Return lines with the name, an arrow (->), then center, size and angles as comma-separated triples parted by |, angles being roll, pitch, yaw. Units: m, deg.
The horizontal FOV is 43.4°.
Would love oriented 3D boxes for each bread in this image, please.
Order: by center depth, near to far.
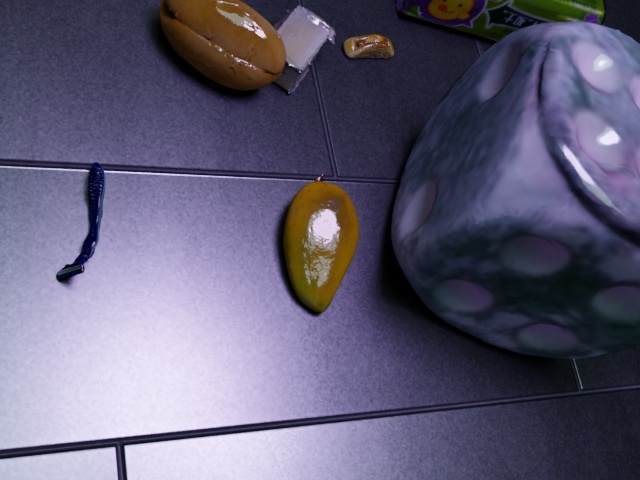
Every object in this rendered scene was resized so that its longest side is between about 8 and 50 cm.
bread -> -0.135, -0.269, 1.074 | 0.189, 0.114, 0.077 | 30, 41, -6

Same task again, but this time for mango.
mango -> 0.000, 0.000, 1.045 | 0.101, 0.066, 0.187 | 15, 69, -19

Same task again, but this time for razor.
razor -> -0.270, -0.023, 0.937 | 0.028, 0.044, 0.154 | 37, 46, -44

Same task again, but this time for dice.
dice -> 0.315, -0.060, 1.061 | 0.328, 0.348, 0.330 | 26, 58, -16

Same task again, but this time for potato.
potato -> -0.037, -0.278, 1.160 | 0.086, 0.061, 0.122 | 37, 53, -6

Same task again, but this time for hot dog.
hot dog -> 0.080, -0.303, 1.248 | 0.090, 0.034, 0.030 | -7, 71, -31

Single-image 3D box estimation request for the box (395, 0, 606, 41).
box -> 0.307, -0.405, 1.356 | 0.346, 0.134, 0.097 | 8, 61, -23
